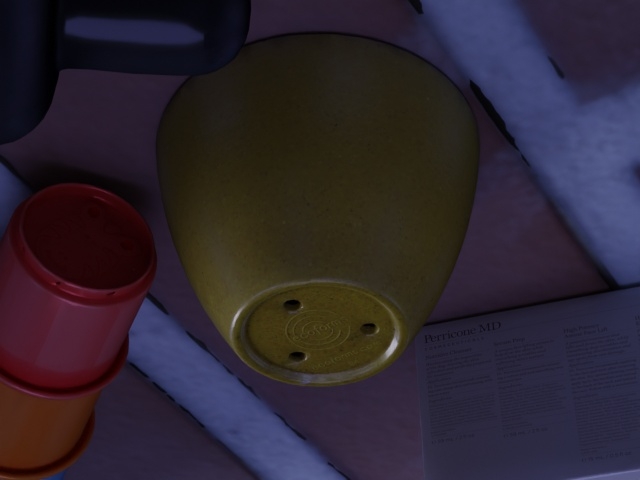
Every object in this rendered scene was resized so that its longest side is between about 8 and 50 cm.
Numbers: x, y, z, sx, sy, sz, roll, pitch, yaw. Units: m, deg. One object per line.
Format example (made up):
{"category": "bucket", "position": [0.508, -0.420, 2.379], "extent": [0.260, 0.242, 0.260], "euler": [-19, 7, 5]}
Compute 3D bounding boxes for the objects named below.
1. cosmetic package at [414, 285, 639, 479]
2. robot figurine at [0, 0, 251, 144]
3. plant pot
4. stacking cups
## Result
{"category": "cosmetic package", "position": [0.166, 0.072, 0.700], "extent": [0.239, 0.099, 0.060], "euler": [-11, 141, 12]}
{"category": "robot figurine", "position": [-0.153, -0.114, 0.415], "extent": [0.278, 0.209, 0.173], "euler": [6, 179, -8]}
{"category": "plant pot", "position": [0.000, 0.000, 0.614], "extent": [0.134, 0.095, 0.134], "euler": [-1, 140, -1]}
{"category": "stacking cups", "position": [-0.158, 0.100, 0.728], "extent": [0.096, 0.096, 0.316], "euler": [13, 137, -16]}
